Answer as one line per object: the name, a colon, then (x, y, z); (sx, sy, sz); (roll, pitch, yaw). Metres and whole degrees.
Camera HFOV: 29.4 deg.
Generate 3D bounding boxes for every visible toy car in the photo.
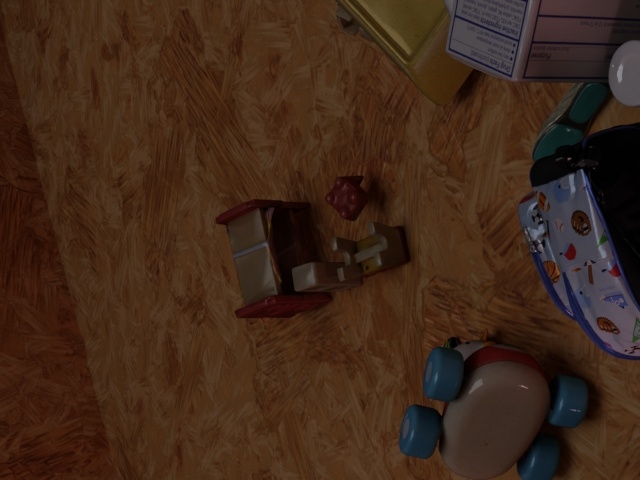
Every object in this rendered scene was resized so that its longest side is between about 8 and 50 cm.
toy car: (0.238, 0.200, 1.762); (0.238, 0.219, 0.210); (-90, 15, -57)

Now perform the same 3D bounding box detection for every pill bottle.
pill bottle: (0.412, -0.195, 1.431); (0.078, 0.137, 0.078); (10, 102, 57)

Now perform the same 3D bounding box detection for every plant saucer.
plant saucer: (0.136, -0.414, 1.777); (0.333, 0.081, 0.332); (49, 129, 16)

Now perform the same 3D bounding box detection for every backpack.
backpack: (0.375, 0.006, 1.420); (0.213, 0.276, 0.263); (-40, 67, 59)

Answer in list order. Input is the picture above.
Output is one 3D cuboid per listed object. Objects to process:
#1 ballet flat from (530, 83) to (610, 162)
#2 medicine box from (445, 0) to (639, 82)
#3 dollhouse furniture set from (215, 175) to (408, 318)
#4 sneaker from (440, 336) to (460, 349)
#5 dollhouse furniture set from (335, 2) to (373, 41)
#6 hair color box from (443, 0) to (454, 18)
ballet flat: (0.340, -0.170, 1.649); (0.052, 0.057, 0.168); (-85, 22, -45)
medicine box: (0.314, -0.340, 1.450); (0.149, 0.263, 0.289); (38, 125, 51)
dollhouse furniture set: (0.000, 0.000, 2.161); (0.374, 0.152, 0.201); (-22, 74, 40)
sneaker: (0.214, 0.185, 1.904); (0.083, 0.031, 0.035); (55, 137, 39)
dollhouse furniture set: (0.116, -0.388, 1.978); (0.182, 0.101, 0.161); (32, 163, 27)
hair color box: (0.189, -0.377, 1.661); (0.072, 0.043, 0.141); (-21, 92, 42)
